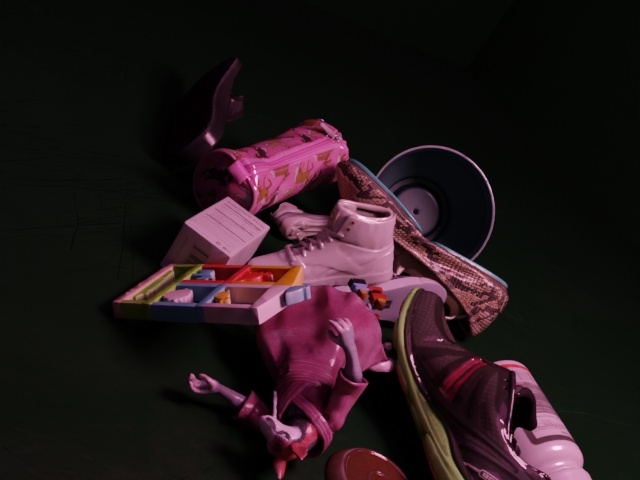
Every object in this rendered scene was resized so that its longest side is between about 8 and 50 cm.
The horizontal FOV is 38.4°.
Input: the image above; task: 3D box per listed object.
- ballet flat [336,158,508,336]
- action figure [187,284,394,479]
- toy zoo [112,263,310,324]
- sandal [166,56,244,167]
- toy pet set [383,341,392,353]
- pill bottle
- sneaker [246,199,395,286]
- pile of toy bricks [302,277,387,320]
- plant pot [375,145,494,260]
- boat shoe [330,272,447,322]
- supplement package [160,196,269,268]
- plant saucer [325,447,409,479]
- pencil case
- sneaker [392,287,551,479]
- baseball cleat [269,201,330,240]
[{"bbox_3d":[0.186,0.036,1.962,0.482,0.182,0.164,39,-11,-8],"label":"ballet flat"},{"bbox_3d":[-0.033,0.233,1.434,0.370,0.248,0.276,-80,153,-51],"label":"action figure"},{"bbox_3d":[-0.153,0.081,1.452,0.293,0.030,0.192,0,17,19],"label":"toy zoo"},{"bbox_3d":[-0.248,-0.274,2.063,0.107,0.167,0.446,51,25,-27],"label":"sandal"},{"bbox_3d":[0.151,0.217,1.778,0.122,0.065,0.114,37,60,13],"label":"toy pet set"},{"bbox_3d":[0.360,0.365,1.622,0.161,0.161,0.283,16,31,-33],"label":"pill bottle"},{"bbox_3d":[0.000,0.000,1.720,0.292,0.169,0.108,-5,32,-15],"label":"sneaker"},{"bbox_3d":[0.036,0.144,1.669,0.212,0.118,0.105,7,38,-30],"label":"pile of toy bricks"},{"bbox_3d":[0.237,-0.069,2.146,0.293,0.293,0.196,32,-2,-6],"label":"plant pot"},{"bbox_3d":[0.115,0.105,1.848,0.306,0.113,0.105,-4,37,-31],"label":"boat shoe"},{"bbox_3d":[-0.187,0.010,1.651,0.105,0.105,0.179,36,25,6],"label":"supplement package"},{"bbox_3d":[0.086,0.382,1.418,0.168,0.029,0.168,28,27,-15],"label":"plant saucer"},{"bbox_3d":[-0.097,-0.149,1.920,0.160,0.167,0.386,25,30,26],"label":"pencil case"},{"bbox_3d":[0.254,0.276,1.559,0.185,0.202,0.483,70,2,-48],"label":"sneaker"},{"bbox_3d":[-0.023,-0.044,1.987,0.205,0.072,0.109,7,30,-51],"label":"baseball cleat"}]
